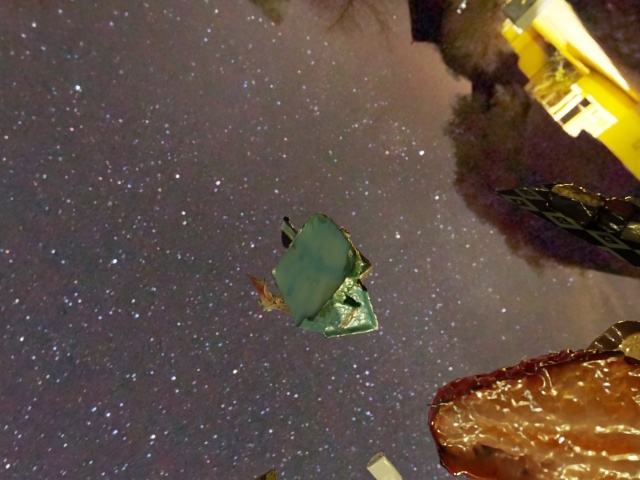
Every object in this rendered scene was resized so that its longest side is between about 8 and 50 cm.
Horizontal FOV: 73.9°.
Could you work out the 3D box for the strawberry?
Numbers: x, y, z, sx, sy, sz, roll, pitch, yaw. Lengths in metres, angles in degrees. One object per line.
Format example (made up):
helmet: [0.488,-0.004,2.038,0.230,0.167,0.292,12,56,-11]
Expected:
strawberry: [0.302,0.265,0.567,0.150,0.280,0.253,-31,-78,-77]

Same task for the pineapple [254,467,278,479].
pineapple: [-0.127,0.549,0.949,0.083,0.019,0.045,-16,-135,-36]

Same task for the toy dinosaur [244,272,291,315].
toy dinosaur: [-0.117,0.157,1.122,0.220,0.108,0.032,40,-145,-12]

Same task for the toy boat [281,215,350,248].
toy boat: [0.000,0.000,1.269,0.262,0.115,0.114,20,-173,-19]

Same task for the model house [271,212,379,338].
model house: [0.057,0.104,1.034,0.241,0.226,0.261,29,-165,-34]

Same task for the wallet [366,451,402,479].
wallet: [0.183,0.663,1.217,0.122,0.061,0.025,55,170,-22]

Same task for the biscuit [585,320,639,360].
biscuit: [0.446,0.257,0.707,0.186,0.295,0.044,7,-156,-26]

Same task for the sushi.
sushi: [0.545,-0.068,0.835,0.294,0.059,0.292,-13,-140,-38]
